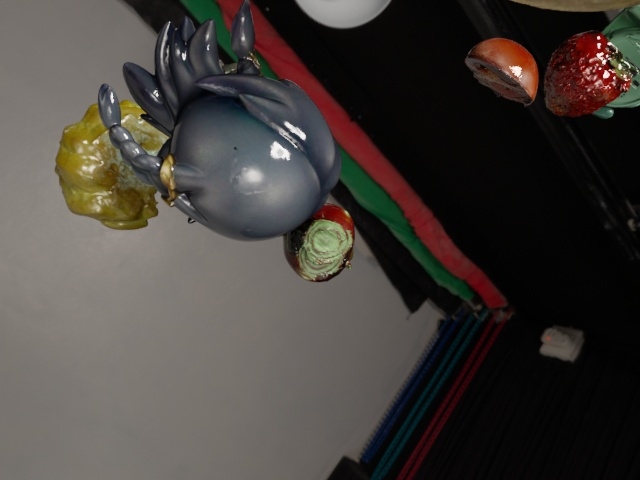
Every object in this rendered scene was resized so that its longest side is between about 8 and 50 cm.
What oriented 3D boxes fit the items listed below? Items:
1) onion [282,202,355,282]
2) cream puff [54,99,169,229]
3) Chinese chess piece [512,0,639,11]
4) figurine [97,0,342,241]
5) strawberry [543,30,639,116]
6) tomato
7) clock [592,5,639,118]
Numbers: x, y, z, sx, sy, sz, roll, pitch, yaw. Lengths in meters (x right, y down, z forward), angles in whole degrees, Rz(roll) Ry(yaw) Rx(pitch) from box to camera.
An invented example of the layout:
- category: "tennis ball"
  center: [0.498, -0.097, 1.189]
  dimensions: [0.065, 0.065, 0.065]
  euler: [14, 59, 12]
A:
- category: "onion"
  center: [0.000, 0.000, 0.658]
  dimensions: [0.118, 0.117, 0.119]
  euler: [32, 17, -11]
- category: "cream puff"
  center: [-0.346, -0.131, 0.751]
  dimensions: [0.194, 0.221, 0.195]
  euler: [19, -23, 8]
- category: "Chinese chess piece"
  center: [0.178, -0.282, 0.303]
  dimensions: [0.269, 0.112, 0.270]
  euler: [28, -1, 0]
- category: "figurine"
  center: [-0.105, -0.114, 0.483]
  dimensions: [0.264, 0.197, 0.175]
  euler: [27, -12, 24]
- category: "strawberry"
  center: [0.330, -0.207, 0.579]
  dimensions: [0.106, 0.106, 0.106]
  euler: [35, -17, 12]
- category: "tomato"
  center: [0.499, -0.456, 1.197]
  dimensions: [0.199, 0.112, 0.227]
  euler: [41, 16, 29]
- category: "clock"
  center: [0.519, -0.294, 0.773]
  dimensions: [0.148, 0.060, 0.188]
  euler: [42, -34, 1]
